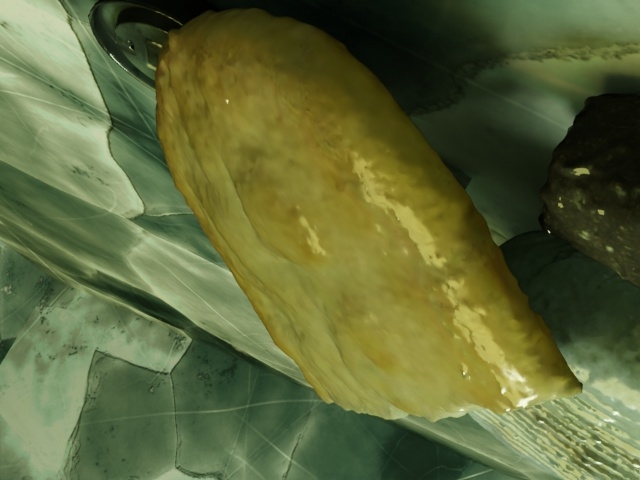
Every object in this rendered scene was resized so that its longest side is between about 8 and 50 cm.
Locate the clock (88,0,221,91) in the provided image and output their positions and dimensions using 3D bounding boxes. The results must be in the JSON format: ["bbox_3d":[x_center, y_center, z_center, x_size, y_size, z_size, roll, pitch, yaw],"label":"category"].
[{"bbox_3d":[-0.145,-0.196,0.896,0.184,0.040,0.184,23,162,8],"label":"clock"}]

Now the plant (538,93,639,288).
[{"bbox_3d":[0.265,-0.026,0.629,0.194,0.129,0.132,23,163,24],"label":"plant"}]

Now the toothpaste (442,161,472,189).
[{"bbox_3d":[0.116,-0.078,0.900,0.083,0.015,0.024,31,155,4],"label":"toothpaste"}]

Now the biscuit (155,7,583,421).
[{"bbox_3d":[-0.001,0.001,0.788,0.446,0.104,0.429,58,158,-16],"label":"biscuit"}]

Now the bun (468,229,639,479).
[{"bbox_3d":[0.285,0.121,0.877,0.362,0.211,0.362,34,162,12],"label":"bun"}]
